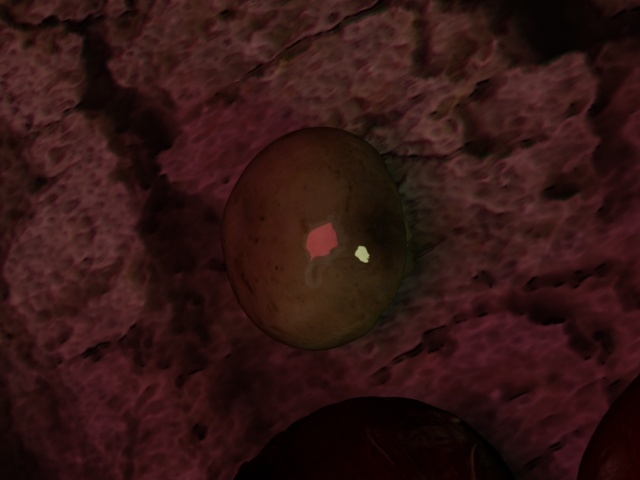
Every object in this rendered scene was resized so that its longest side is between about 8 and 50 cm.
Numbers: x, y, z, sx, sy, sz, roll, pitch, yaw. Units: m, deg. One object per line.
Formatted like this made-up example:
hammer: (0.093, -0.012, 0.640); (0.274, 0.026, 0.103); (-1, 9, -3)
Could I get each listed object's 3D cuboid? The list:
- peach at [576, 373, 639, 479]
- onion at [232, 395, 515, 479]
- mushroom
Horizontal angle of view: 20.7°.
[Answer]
peach: (0.279, 0.172, 1.110); (0.243, 0.199, 0.243); (-4, 78, 19)
onion: (0.042, 0.246, 1.221); (0.281, 0.221, 0.281); (20, 115, 49)
mushroom: (0.000, 0.000, 1.301); (0.166, 0.127, 0.166); (-11, 75, 48)
